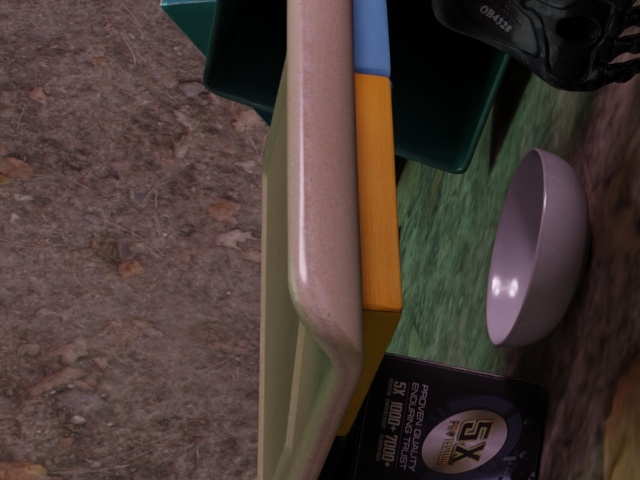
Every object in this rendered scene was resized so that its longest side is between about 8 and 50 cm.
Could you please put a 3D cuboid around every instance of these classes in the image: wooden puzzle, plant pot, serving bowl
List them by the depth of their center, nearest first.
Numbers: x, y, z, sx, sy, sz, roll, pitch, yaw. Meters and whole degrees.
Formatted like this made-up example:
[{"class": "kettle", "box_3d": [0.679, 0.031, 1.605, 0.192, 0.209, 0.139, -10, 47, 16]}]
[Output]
[{"class": "wooden puzzle", "box_3d": [0.000, 0.000, 0.538, 0.239, 0.044, 0.221, 99, 172, -57]}, {"class": "serving bowl", "box_3d": [0.092, 0.005, 0.538, 0.083, 0.027, 0.083, -169, 90, -87]}, {"class": "plant pot", "box_3d": [0.054, -0.197, 0.787, 0.165, 0.165, 0.234, 106, -176, -51]}]

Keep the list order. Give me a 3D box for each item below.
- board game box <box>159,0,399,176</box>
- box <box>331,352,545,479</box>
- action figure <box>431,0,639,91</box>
[{"class": "board game box", "box_3d": [-0.007, -0.228, 1.150, 0.336, 0.079, 0.254, 46, -131, -58]}, {"class": "box", "box_3d": [0.034, 0.153, 0.583, 0.147, 0.077, 0.180, 115, 166, -74]}, {"class": "action figure", "box_3d": [0.078, -0.175, 0.485, 0.276, 0.140, 0.164, -105, 20, -45]}]
